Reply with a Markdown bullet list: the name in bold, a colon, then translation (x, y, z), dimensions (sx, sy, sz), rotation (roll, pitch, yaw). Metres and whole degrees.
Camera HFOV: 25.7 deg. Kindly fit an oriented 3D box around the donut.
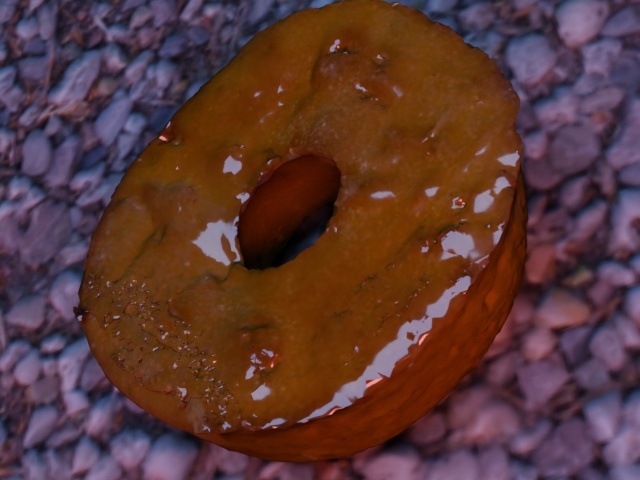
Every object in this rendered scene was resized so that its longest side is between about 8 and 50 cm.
- **donut**: translation (-0.002, 0.002, 0.811), dimensions (0.277, 0.108, 0.278), rotation (-13, 56, 20)
